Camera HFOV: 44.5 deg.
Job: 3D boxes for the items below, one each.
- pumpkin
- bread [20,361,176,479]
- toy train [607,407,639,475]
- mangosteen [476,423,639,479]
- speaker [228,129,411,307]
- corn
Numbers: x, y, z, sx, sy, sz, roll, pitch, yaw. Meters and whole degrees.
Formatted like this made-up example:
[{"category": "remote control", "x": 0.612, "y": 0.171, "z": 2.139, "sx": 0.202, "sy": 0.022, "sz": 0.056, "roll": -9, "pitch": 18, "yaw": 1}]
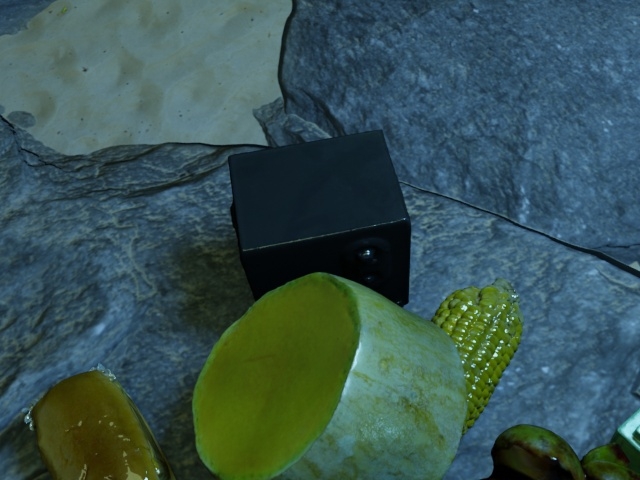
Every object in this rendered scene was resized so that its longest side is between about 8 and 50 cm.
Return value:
[{"category": "pumpkin", "x": -0.002, "y": 0.188, "z": 0.976, "sx": 0.332, "sy": 0.199, "sz": 0.332, "roll": -21, "pitch": 45, "yaw": 23}, {"category": "bread", "x": -0.296, "y": 0.294, "z": 1.064, "sx": 0.136, "sy": 0.107, "sz": 0.241, "roll": -32, "pitch": 60, "yaw": -11}, {"category": "toy train", "x": 0.476, "y": 0.238, "z": 0.977, "sx": 0.271, "sy": 0.188, "sz": 0.159, "roll": -36, "pitch": 60, "yaw": -15}, {"category": "mangosteen", "x": 0.249, "y": 0.364, "z": 0.841, "sx": 0.306, "sy": 0.307, "sz": 0.347, "roll": 25, "pitch": 74, "yaw": 20}, {"category": "speaker", "x": 0.000, "y": 0.000, "z": 1.135, "sx": 0.232, "sy": 0.254, "sz": 0.184, "roll": -10, "pitch": 56, "yaw": -2}, {"category": "corn", "x": 0.170, "y": 0.194, "z": 1.071, "sx": 0.130, "sy": 0.130, "sz": 0.347, "roll": 29, "pitch": 69, "yaw": 21}]
